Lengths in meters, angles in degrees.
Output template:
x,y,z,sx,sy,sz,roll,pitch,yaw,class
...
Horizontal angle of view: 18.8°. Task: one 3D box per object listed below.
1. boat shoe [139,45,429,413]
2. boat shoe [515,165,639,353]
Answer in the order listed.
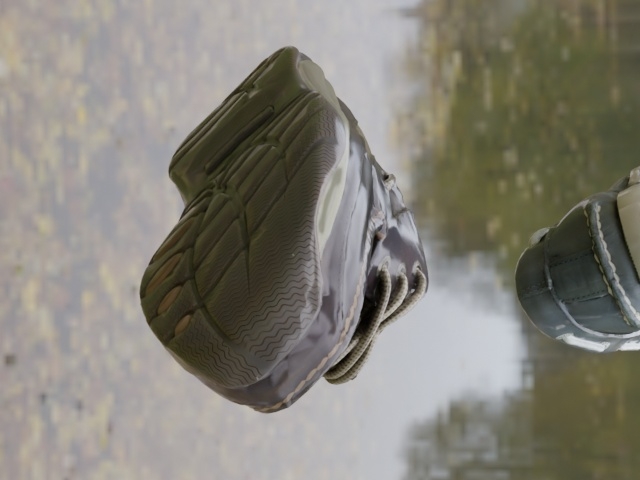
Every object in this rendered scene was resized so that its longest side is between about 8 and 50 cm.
x,y,z,sx,sy,sz,roll,pitch,yaw,class
0.000,0.000,1.005,0.130,0.132,0.355,43,16,-15,boat shoe
0.190,0.019,1.280,0.319,0.099,0.116,1,67,-78,boat shoe
